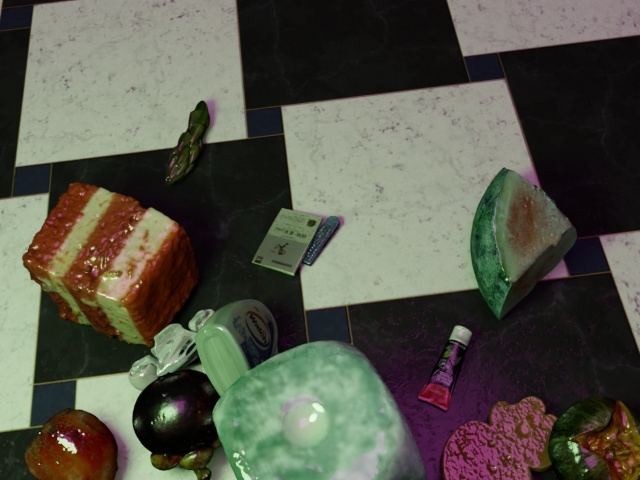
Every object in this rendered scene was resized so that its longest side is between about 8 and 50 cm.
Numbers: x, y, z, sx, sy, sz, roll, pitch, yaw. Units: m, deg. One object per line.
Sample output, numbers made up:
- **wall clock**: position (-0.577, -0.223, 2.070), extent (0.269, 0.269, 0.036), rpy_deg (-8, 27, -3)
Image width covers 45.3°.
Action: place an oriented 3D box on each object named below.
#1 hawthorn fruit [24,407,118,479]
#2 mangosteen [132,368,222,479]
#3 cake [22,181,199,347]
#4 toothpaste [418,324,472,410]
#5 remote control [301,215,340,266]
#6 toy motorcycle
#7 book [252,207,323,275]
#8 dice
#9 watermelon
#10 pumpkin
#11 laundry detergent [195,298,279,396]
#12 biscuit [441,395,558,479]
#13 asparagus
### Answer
- **hawthorn fruit**: position (-0.510, 0.477, 1.636), extent (0.181, 0.181, 0.235), rpy_deg (-38, 82, -18)
- **mangosteen**: position (-0.293, 0.405, 1.650), extent (0.211, 0.211, 0.250), rpy_deg (-19, 87, -8)
- **cake**: position (-0.484, 0.061, 1.811), extent (0.319, 0.269, 0.270), rpy_deg (18, 62, 15)
- **toothpaste**: position (0.296, 0.291, 1.762), extent (0.071, 0.045, 0.194), rpy_deg (23, 69, 16)
- **remote control**: position (0.000, -0.001, 1.962), extent (0.043, 0.027, 0.152), rpy_deg (32, 67, 16)
- **toy motorcycle**: position (-0.328, 0.256, 1.770), extent (0.254, 0.112, 0.112), rpy_deg (-39, 64, -17)
- **book**: position (-0.083, 0.000, 1.960), extent (0.127, 0.014, 0.182), rpy_deg (15, 61, 25)
- **dice**: position (-0.003, 0.426, 1.532), extent (0.327, 0.348, 0.330), rpy_deg (-24, 55, -11)
- **watermelon**: position (0.496, -0.009, 1.846), extent (0.258, 0.228, 0.388), rpy_deg (7, 65, -4)
- **pumpkin**: position (0.588, 0.442, 1.584), extent (0.237, 0.159, 0.238), rpy_deg (1, 66, -1)
- **laundry detergent**: position (-0.159, 0.237, 1.726), extent (0.105, 0.280, 0.215), rpy_deg (-25, 92, 20)
- **biscuit**: position (0.391, 0.456, 1.655), extent (0.288, 0.044, 0.202), rpy_deg (-38, 65, -19)
- **asparagus**: position (-0.361, -0.260, 2.112), extent (0.080, 0.080, 0.287), rpy_deg (14, 58, 12)
